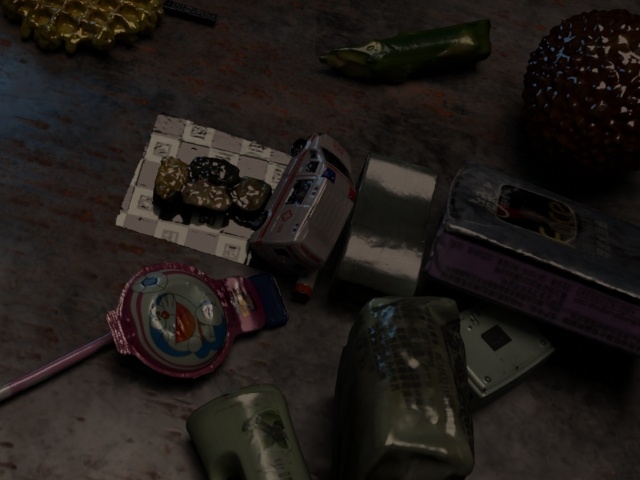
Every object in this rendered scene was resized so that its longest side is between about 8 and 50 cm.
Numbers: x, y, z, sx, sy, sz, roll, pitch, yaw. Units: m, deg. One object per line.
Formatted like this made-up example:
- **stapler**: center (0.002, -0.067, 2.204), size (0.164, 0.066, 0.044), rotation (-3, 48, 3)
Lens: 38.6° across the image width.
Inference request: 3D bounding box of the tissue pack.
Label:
- **tissue pack**: center (0.331, 0.029, 1.248), size (0.361, 0.122, 0.259), rotation (23, 26, 5)

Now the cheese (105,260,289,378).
- **cheese**: center (-0.146, 0.090, 1.133), size (0.244, 0.062, 0.155), rotation (-9, 70, -36)

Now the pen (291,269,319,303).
- **pen**: center (0.000, 0.000, 1.282), size (0.026, 0.026, 0.218), rotation (19, 49, 0)

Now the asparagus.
- **asparagus**: center (0.164, -0.321, 1.553), size (0.343, 0.082, 0.085), rotation (-14, 61, -24)

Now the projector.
- **projector**: center (0.221, 0.143, 1.206), size (0.147, 0.061, 0.115), rotation (-25, 61, -32)

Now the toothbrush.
- **toothbrush**: center (-0.271, 0.129, 1.102), size (0.286, 0.020, 0.025), rotation (-27, 70, -32)

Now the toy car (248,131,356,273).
- **toy car**: center (-0.007, -0.057, 1.233), size (0.089, 0.108, 0.209), rotation (40, 62, -29)

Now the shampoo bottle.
- **shampoo bottle**: center (-0.059, 0.280, 0.992), size (0.118, 0.087, 0.234), rotation (-21, 58, -6)

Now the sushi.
- **sushi**: center (-0.150, -0.082, 1.256), size (0.215, 0.050, 0.192), rotation (17, 64, -2)

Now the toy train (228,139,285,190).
- **toy train**: center (-0.064, -0.095, 1.332), size (0.148, 0.038, 0.071), rotation (21, 52, 0)

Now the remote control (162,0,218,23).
- **remote control**: center (-0.219, -0.382, 1.534), size (0.091, 0.016, 0.034), rotation (15, 34, -4)

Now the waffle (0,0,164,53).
- **waffle**: center (-0.383, -0.396, 1.473), size (0.253, 0.056, 0.249), rotation (-30, 65, -31)

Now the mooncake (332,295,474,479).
- **mooncake**: center (0.089, 0.198, 0.998), size (0.136, 0.250, 0.254), rotation (8, 49, -7)

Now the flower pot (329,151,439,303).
- **flower pot**: center (0.087, -0.009, 1.263), size (0.108, 0.103, 0.229), rotation (18, 50, -1)

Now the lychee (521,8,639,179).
- **lychee**: center (0.450, -0.232, 1.439), size (0.276, 0.275, 0.304), rotation (30, 68, 9)
